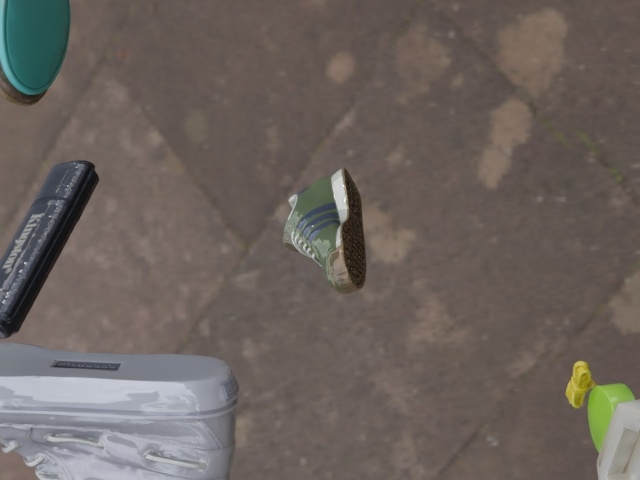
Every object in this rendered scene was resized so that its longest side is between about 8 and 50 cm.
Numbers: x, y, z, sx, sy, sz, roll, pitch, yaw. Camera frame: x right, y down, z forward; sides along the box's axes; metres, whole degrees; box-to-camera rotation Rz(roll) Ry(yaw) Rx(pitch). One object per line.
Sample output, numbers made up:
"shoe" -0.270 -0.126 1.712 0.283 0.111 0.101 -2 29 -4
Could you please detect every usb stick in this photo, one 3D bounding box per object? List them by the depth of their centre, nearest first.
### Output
"usb stick" -0.362 0.007 1.865 0.077 0.045 0.278 1 49 26

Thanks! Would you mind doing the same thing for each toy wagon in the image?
"toy wagon" 0.337 0.263 1.474 0.267 0.068 0.344 95 164 -47

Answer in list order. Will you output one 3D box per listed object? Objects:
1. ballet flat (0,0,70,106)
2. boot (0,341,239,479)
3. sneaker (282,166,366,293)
"ballet flat" -0.313 -0.274 1.467 0.124 0.116 0.343 -10 63 26
"boot" -0.185 0.142 1.011 0.258 0.095 0.123 3 102 8
"sneaker" 0.000 0.000 1.634 0.086 0.064 0.192 -21 37 16
